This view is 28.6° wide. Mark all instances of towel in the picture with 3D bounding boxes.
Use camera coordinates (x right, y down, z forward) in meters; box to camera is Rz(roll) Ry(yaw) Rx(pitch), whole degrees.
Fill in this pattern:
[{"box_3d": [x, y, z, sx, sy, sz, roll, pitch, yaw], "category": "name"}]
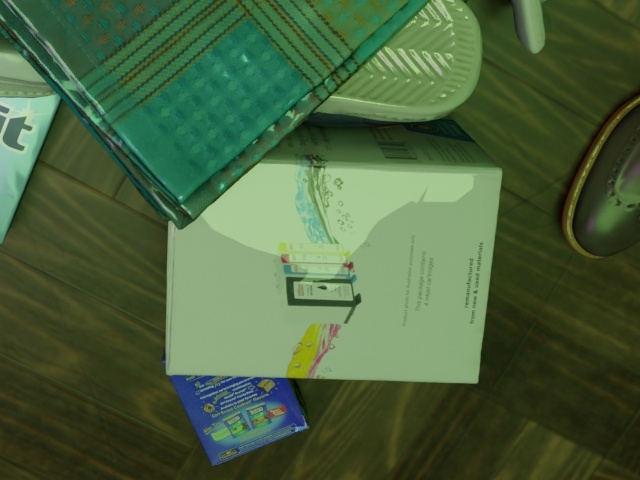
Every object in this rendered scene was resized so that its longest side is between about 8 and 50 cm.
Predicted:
[{"box_3d": [-0.047, -0.228, 0.824, 0.370, 0.040, 0.271, -43, 97, -10], "category": "towel"}]

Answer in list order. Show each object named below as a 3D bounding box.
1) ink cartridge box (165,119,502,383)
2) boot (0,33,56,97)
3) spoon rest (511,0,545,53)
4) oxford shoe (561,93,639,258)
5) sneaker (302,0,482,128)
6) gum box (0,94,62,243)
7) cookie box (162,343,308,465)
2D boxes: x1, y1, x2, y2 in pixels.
[{"box_3d": [0.000, 0.000, 0.959, 0.232, 0.171, 0.168, 2, 107, -6], "category": "ink cartridge box"}, {"box_3d": [-0.300, -0.102, 0.904, 0.258, 0.095, 0.123, 8, 112, 3], "category": "boot"}, {"box_3d": [0.262, -0.225, 0.968, 0.276, 0.084, 0.137, -21, 120, -12], "category": "spoon rest"}, {"box_3d": [0.302, -0.083, 0.998, 0.097, 0.098, 0.271, 38, 104, -17], "category": "oxford shoe"}, {"box_3d": [-0.066, -0.148, 0.912, 0.350, 0.148, 0.131, 15, 85, -11], "category": "sneaker"}, {"box_3d": [-0.283, -0.112, 0.964, 0.157, 0.041, 0.184, 22, 105, -11], "category": "gum box"}, {"box_3d": [-0.071, 0.122, 1.060, 0.092, 0.040, 0.107, -22, 109, 2], "category": "cookie box"}]
